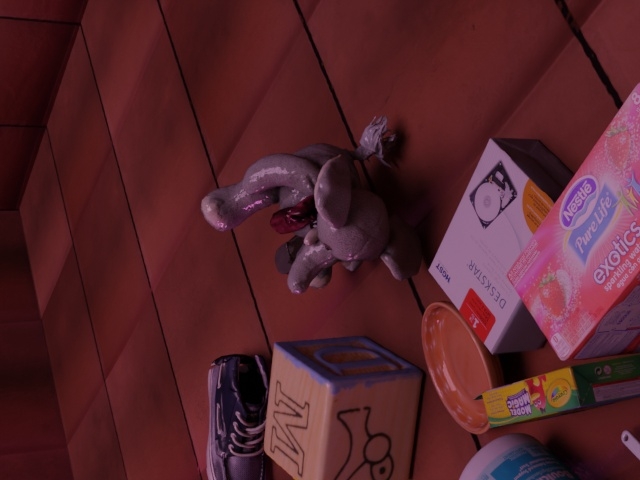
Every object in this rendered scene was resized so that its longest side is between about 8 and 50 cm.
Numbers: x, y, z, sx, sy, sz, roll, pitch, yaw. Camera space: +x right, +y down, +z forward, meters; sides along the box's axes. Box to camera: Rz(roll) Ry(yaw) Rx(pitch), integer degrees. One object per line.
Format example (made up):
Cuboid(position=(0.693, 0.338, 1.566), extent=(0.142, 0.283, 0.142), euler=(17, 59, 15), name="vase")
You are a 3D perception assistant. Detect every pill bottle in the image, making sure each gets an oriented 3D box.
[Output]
Cuboid(position=(0.298, 0.370, 1.214), extent=(0.264, 0.146, 0.146), euler=(41, 126, 50), name="pill bottle")

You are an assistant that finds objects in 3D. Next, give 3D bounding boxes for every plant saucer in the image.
Cuboid(position=(0.210, 0.180, 1.410), extent=(0.200, 0.037, 0.200), euler=(163, 90, -72), name="plant saucer")

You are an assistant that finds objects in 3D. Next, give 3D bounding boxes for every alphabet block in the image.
Cuboid(position=(0.034, 0.284, 1.607), extent=(0.193, 0.192, 0.197), euler=(27, 113, 57), name="alphabet block")

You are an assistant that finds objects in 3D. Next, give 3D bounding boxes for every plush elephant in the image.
Cuboid(position=(0.014, -0.026, 1.533), extent=(0.330, 0.272, 0.255), euler=(-41, 29, 17), name="plush elephant")

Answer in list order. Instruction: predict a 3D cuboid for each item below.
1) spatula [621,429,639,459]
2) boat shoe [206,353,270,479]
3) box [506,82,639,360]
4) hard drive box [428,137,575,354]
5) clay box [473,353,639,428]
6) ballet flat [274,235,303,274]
Cuboid(position=(0.414, 0.229, 1.066), extent=(0.242, 0.019, 0.168), euler=(-125, 50, -62), name="spatula")
Cuboid(position=(-0.161, 0.393, 1.989), extent=(0.158, 0.127, 0.340), euler=(143, 120, -62), name="boat shoe")
Cuboid(position=(0.360, -0.014, 1.082), extent=(0.142, 0.154, 0.300), euler=(62, 141, 36), name="box")
Cuboid(position=(0.263, 0.007, 1.307), extent=(0.181, 0.089, 0.232), euler=(55, 136, 43), name="hard drive box")
Cuboid(position=(0.298, 0.190, 1.203), extent=(0.222, 0.127, 0.053), euler=(139, 122, -62), name="clay box")
Cuboid(position=(0.000, 0.000, 1.785), extent=(0.250, 0.058, 0.084), euler=(-38, 63, 48), name="ballet flat")
